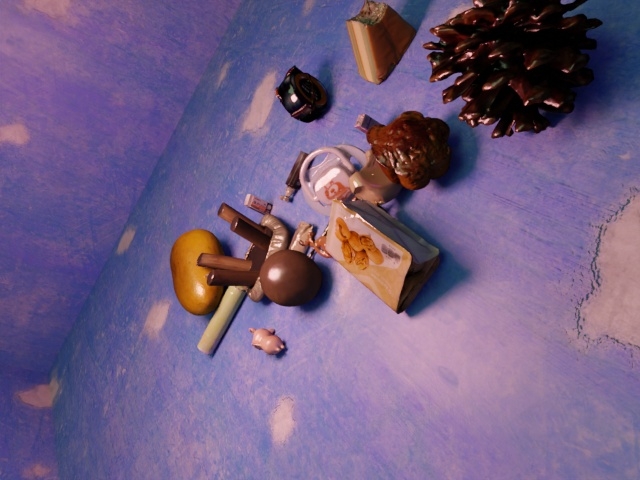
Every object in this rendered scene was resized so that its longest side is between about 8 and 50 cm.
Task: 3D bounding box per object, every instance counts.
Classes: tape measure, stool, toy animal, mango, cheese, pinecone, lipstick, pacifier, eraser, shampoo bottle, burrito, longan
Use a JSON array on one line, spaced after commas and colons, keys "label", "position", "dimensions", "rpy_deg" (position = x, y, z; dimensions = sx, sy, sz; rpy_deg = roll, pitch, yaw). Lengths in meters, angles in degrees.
[{"label": "tape measure", "position": [-0.073, -0.575, 2.144], "dimensions": [0.135, 0.202, 0.223], "rpy_deg": [-36, 30, 36]}, {"label": "stool", "position": [-0.291, 0.032, 2.011], "dimensions": [0.310, 0.226, 0.310], "rpy_deg": [-65, 28, 6]}, {"label": "toy animal", "position": [-0.179, 0.347, 1.845], "dimensions": [0.150, 0.083, 0.089], "rpy_deg": [25, 77, 43]}, {"label": "mango", "position": [-0.503, 0.136, 2.241], "dimensions": [0.301, 0.220, 0.445], "rpy_deg": [-64, 34, 23]}, {"label": "cheese", "position": [0.200, -0.241, 1.672], "dimensions": [0.082, 0.163, 0.286], "rpy_deg": [96, -163, -63]}, {"label": "pinecone", "position": [0.461, -0.425, 1.277], "dimensions": [0.397, 0.397, 0.398], "rpy_deg": [-29, 49, 39]}, {"label": "lipstick", "position": [-0.391, 0.307, 2.136], "dimensions": [0.304, 0.076, 0.076], "rpy_deg": [-60, 36, 7]}, {"label": "pacifier", "position": [0.064, -0.222, 1.819], "dimensions": [0.279, 0.227, 0.207], "rpy_deg": [-37, 4, 30]}, {"label": "eraser", "position": [-0.252, -0.144, 2.183], "dimensions": [0.029, 0.122, 0.052], "rpy_deg": [0, 71, 48]}, {"label": "shampoo bottle", "position": [-0.098, -0.248, 2.105], "dimensions": [0.063, 0.057, 0.208], "rpy_deg": [26, 90, 54]}, {"label": "toy animal", "position": [0.072, -0.032, 1.740], "dimensions": [0.312, 0.097, 0.157], "rpy_deg": [-47, 46, 26]}, {"label": "burrito", "position": [-0.099, 0.063, 1.926], "dimensions": [0.082, 0.059, 0.275], "rpy_deg": [15, 82, 61]}, {"label": "longan", "position": [-0.102, 0.125, 1.782], "dimensions": [0.220, 0.196, 0.196], "rpy_deg": [26, 91, 42]}]

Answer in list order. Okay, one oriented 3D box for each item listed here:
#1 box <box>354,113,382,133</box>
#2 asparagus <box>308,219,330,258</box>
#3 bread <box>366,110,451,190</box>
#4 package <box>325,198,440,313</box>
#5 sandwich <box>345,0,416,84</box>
[{"label": "box", "position": [0.173, -0.375, 1.788], "dimensions": [0.036, 0.117, 0.051], "rpy_deg": [13, 82, 57]}, {"label": "asparagus", "position": [0.000, 0.000, 1.870], "dimensions": [0.233, 0.023, 0.022], "rpy_deg": [-60, -8, 7]}, {"label": "bread", "position": [0.267, -0.261, 1.538], "dimensions": [0.232, 0.135, 0.247], "rpy_deg": [-26, 52, 0]}, {"label": "package", "position": [0.178, 0.017, 1.514], "dimensions": [0.311, 0.165, 0.221], "rpy_deg": [40, 138, 36]}, {"label": "sandwich", "position": [0.182, -0.709, 1.903], "dimensions": [0.227, 0.198, 0.155], "rpy_deg": [-58, 37, 9]}]
